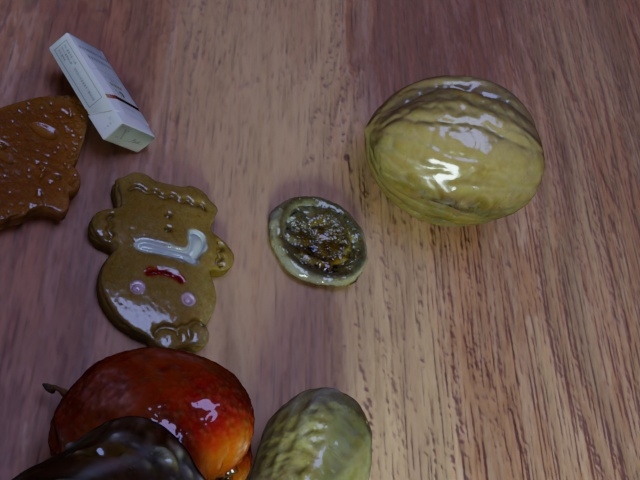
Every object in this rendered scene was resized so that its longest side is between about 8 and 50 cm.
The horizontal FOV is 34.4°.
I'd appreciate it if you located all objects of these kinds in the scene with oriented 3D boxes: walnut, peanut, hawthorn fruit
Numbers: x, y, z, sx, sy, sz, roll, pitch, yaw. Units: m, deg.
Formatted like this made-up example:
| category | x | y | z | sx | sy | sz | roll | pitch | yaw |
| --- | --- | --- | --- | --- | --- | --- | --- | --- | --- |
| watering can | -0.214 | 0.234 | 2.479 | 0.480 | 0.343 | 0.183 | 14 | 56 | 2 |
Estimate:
| category | x | y | z | sx | sy | sz | roll | pitch | yaw |
| --- | --- | --- | --- | --- | --- | --- | --- | --- | --- |
| walnut | 0.187 | -0.126 | 1.475 | 0.261 | 0.225 | 0.225 | 13 | 50 | -7 |
| peanut | -0.016 | 0.267 | 1.112 | 0.129 | 0.129 | 0.224 | 30 | 56 | -8 |
| hawthorn fruit | -0.188 | 0.191 | 1.035 | 0.243 | 0.207 | 0.207 | 27 | 40 | 27 |

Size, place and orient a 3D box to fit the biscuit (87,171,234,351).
| category | x | y | z | sx | sy | sz | roll | pitch | yaw |
| --- | --- | --- | --- | --- | --- | --- | --- | --- | --- |
| biscuit | -0.193 | 0.024 | 1.250 | 0.184 | 0.035 | 0.249 | 16 | 50 | -20 |

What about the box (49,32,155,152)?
| category | x | y | z | sx | sy | sz | roll | pitch | yaw |
| --- | --- | --- | --- | --- | --- | --- | --- | --- | --- |
| box | -0.280 | -0.190 | 1.332 | 0.154 | 0.040 | 0.084 | 57 | 11 | 18 |

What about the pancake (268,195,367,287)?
| category | x | y | z | sx | sy | sz | roll | pitch | yaw |
| --- | --- | --- | --- | --- | --- | --- | --- | --- | --- |
| pancake | 0.000 | 0.001 | 1.390 | 0.151 | 0.025 | 0.152 | 17 | 48 | -20 |

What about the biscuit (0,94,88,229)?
| category | x | y | z | sx | sy | sz | roll | pitch | yaw |
| --- | --- | --- | --- | --- | --- | --- | --- | --- | --- |
| biscuit | -0.367 | -0.096 | 1.233 | 0.183 | 0.043 | 0.280 | 37 | 41 | -6 |

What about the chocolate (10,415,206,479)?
| category | x | y | z | sx | sy | sz | roll | pitch | yaw |
| --- | --- | --- | --- | --- | --- | --- | --- | --- | --- |
| chocolate | -0.184 | 0.326 | 0.813 | 0.225 | 0.210 | 0.340 | -7 | 89 | 8 |
